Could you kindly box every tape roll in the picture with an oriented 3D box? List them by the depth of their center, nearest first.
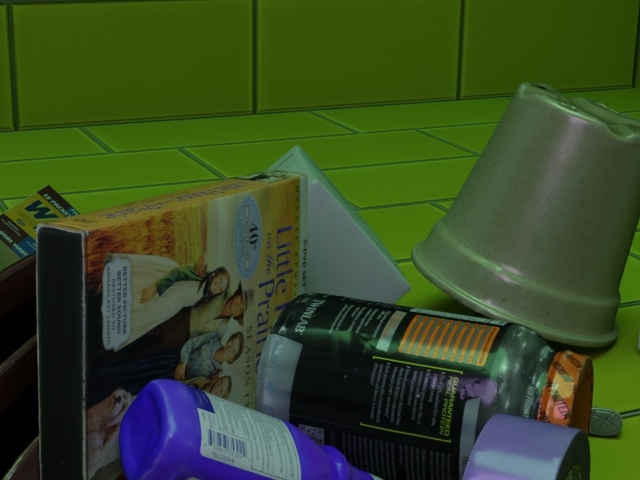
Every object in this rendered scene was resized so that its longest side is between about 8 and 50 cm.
[{"bbox_3d":[0.184,0.257,1.088,0.080,0.189,0.189,10,19,24],"label":"tape roll"}]

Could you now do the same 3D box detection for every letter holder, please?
[{"bbox_3d":[-0.297,0.162,1.234,0.152,0.215,0.302,9,30,23],"label":"letter holder"}]

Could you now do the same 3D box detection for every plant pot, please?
[{"bbox_3d":[0.340,-0.056,1.765,0.333,0.306,0.334,18,17,-6],"label":"plant pot"}]

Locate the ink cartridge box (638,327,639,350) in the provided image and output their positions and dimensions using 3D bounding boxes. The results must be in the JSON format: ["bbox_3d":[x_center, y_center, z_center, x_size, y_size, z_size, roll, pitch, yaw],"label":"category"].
[{"bbox_3d":[0.589,0.129,1.777,0.206,0.045,0.208,7,17,20],"label":"ink cartridge box"}]

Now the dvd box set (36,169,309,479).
[{"bbox_3d":[-0.141,0.100,1.282,0.062,0.308,0.420,9,13,27],"label":"dvd box set"}]

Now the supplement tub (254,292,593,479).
[{"bbox_3d":[0.115,0.179,1.309,0.337,0.207,0.207,8,19,22],"label":"supplement tub"}]

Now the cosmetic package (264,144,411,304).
[{"bbox_3d":[0.000,0.000,1.806,0.138,0.224,0.225,-39,19,6],"label":"cosmetic package"}]

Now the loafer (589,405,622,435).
[{"bbox_3d":[0.312,0.217,1.489,0.125,0.045,0.039,11,2,11],"label":"loafer"}]

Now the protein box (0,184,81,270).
[{"bbox_3d":[-0.416,0.060,1.619,0.136,0.200,0.201,43,19,-4],"label":"protein box"}]

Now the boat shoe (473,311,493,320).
[{"bbox_3d":[0.257,0.118,1.770,0.064,0.060,0.178,27,16,-1],"label":"boat shoe"}]

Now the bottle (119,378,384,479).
[{"bbox_3d":[-0.057,0.226,1.168,0.282,0.092,0.118,25,23,-31],"label":"bottle"}]
